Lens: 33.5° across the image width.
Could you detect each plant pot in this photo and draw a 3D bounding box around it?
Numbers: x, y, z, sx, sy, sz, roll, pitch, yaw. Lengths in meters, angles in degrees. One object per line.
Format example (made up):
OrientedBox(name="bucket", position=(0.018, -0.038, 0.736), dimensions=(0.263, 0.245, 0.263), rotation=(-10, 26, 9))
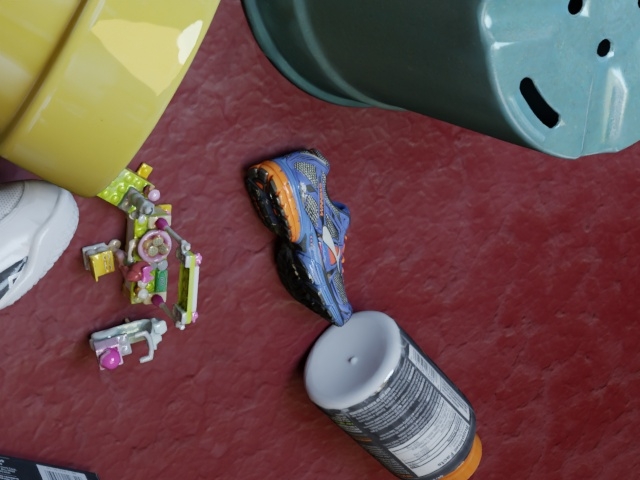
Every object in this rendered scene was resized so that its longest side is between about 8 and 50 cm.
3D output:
OrientedBox(name="plant pot", position=(0.149, -0.241, 0.939), dimensions=(0.341, 0.334, 0.341), rotation=(-13, 117, -27))
OrientedBox(name="plant pot", position=(-0.225, -0.194, 0.798), dimensions=(0.239, 0.254, 0.254), rotation=(27, 96, -23))

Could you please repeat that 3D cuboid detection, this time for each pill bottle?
OrientedBox(name="pill bottle", position=(0.096, 0.198, 1.240), dimensions=(0.130, 0.130, 0.246), rotation=(-46, 128, -5))

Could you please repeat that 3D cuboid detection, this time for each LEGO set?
OrientedBox(name="LEGO set", position=(-0.184, -0.007, 0.983), dimensions=(0.132, 0.107, 0.287), rotation=(-28, 124, -19))

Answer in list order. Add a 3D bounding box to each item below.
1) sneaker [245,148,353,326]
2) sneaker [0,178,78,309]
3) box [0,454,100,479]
OrientedBox(name="sneaker", position=(0.000, 0.000, 1.121), dimensions=(0.087, 0.083, 0.221), rotation=(-34, 128, -21))
OrientedBox(name="sneaker", position=(-0.383, -0.018, 0.823), dimensions=(0.366, 0.137, 0.210), rotation=(-22, 124, -13))
OrientedBox(name="box", position=(-0.325, 0.298, 1.003), dimensions=(0.247, 0.163, 0.142), rotation=(23, 102, -37))
